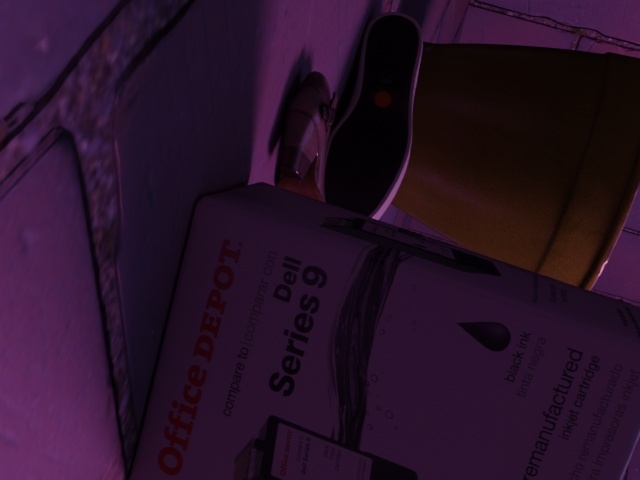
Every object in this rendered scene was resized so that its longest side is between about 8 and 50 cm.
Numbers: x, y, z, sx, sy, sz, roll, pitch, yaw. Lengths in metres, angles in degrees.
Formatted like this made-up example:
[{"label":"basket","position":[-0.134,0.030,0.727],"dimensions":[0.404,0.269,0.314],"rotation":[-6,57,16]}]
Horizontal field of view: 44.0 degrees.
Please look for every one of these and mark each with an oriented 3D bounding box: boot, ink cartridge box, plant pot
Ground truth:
[{"label":"boot","position":[-0.007,-0.082,0.661],"dimensions":[0.118,0.042,0.087],"rotation":[80,27,-73]},{"label":"ink cartridge box","position":[0.041,0.105,0.526],"dimensions":[0.121,0.289,0.211],"rotation":[-30,137,-73]},{"label":"plant pot","position":[0.255,-0.136,1.161],"dimensions":[0.366,0.352,0.367],"rotation":[18,90,-82]},{"label":"boot","position":[0.062,-0.110,0.905],"dimensions":[0.176,0.088,0.245],"rotation":[76,29,-77]}]
